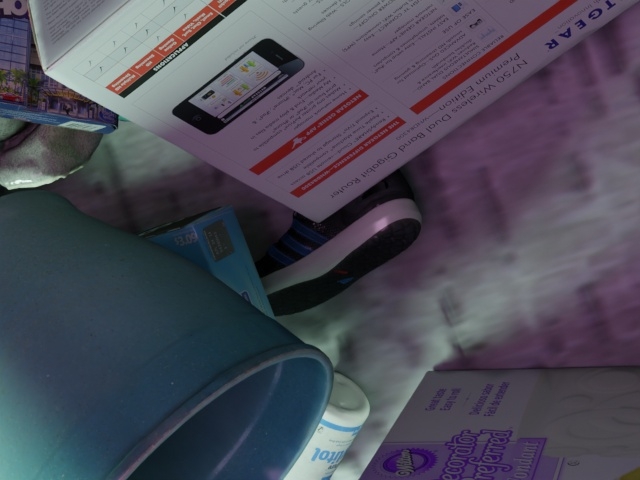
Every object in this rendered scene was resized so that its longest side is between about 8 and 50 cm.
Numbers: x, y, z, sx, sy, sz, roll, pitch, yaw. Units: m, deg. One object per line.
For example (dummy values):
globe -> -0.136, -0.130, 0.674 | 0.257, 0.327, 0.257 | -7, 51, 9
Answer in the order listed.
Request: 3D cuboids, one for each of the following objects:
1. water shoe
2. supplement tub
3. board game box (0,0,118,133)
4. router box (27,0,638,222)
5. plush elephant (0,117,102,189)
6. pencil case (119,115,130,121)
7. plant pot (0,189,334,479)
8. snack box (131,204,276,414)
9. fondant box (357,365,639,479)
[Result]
water shoe -> 0.000, 0.000, 1.034 | 0.203, 0.073, 0.080 | -29, 62, 30
supplement tub -> -0.009, 0.173, 1.077 | 0.071, 0.071, 0.107 | 31, 114, 8
board game box -> -0.235, -0.194, 0.940 | 0.060, 0.194, 0.194 | -6, 80, 54
router box -> 0.025, -0.175, 0.833 | 0.335, 0.301, 0.082 | -34, 54, 22
plush elephant -> -0.350, -0.095, 1.035 | 0.272, 0.255, 0.330 | 42, 164, -35
pencil case -> -0.110, -0.135, 1.024 | 0.152, 0.064, 0.070 | -1, 119, 20
plant pot -> -0.175, 0.107, 0.898 | 0.255, 0.272, 0.271 | 40, 116, 22
snack box -> -0.179, 0.094, 1.084 | 0.322, 0.060, 0.187 | -15, 101, 37
fondant box -> 0.213, 0.179, 0.907 | 0.331, 0.238, 0.096 | -5, 105, 21
